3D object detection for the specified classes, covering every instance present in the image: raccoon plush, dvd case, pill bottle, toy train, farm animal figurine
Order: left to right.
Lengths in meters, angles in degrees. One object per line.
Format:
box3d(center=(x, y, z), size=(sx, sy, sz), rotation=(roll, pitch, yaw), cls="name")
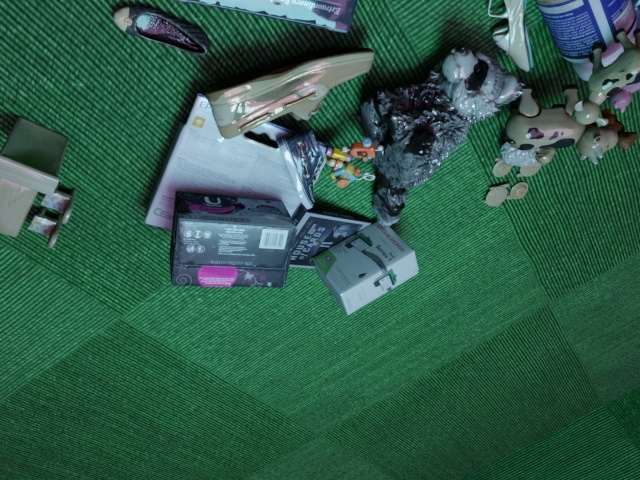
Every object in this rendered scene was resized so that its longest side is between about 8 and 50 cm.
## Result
box3d(center=(0.000, 0.000, 1.288), size=(0.239, 0.029, 0.179), rotation=(6, 129, -45), cls="dvd case")
box3d(center=(0.074, -0.163, 1.114), size=(0.125, 0.046, 0.166), rotation=(4, 156, 8), cls="toy train")
box3d(center=(0.255, -0.247, 1.163), size=(0.299, 0.216, 0.446), rotation=(-26, 162, -13), cls="raccoon plush")
box3d(center=(0.550, -0.259, 1.080), size=(0.327, 0.172, 0.330), rotation=(-6, 154, 22), cls="farm animal figurine")
box3d(center=(0.551, -0.466, 1.035), size=(0.153, 0.153, 0.265), rotation=(-39, 128, 16), cls="pill bottle")

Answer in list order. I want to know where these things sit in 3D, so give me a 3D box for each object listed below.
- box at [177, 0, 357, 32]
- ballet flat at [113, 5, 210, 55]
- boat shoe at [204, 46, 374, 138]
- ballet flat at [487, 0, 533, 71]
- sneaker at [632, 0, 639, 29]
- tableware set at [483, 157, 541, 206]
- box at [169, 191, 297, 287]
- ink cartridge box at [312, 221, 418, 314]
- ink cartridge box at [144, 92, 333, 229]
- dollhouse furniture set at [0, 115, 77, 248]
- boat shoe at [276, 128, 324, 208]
box3d(center=(-0.068, -0.556, 0.739), size=(0.294, 0.212, 0.395), rotation=(3, 126, -19), cls="box")
box3d(center=(-0.286, -0.385, 0.920), size=(0.173, 0.049, 0.057), rotation=(9, 124, -23), cls="ballet flat")
box3d(center=(-0.050, -0.297, 0.996), size=(0.341, 0.121, 0.110), rotation=(-19, 119, -7), cls="boat shoe")
box3d(center=(0.394, -0.464, 1.050), size=(0.086, 0.086, 0.248), rotation=(-22, 130, 2), cls="ballet flat")
box3d(center=(0.704, -0.562, 1.005), size=(0.131, 0.148, 0.350), rotation=(-13, 131, -6), cls="sneaker")
box3d(center=(0.520, -0.163, 1.362), size=(0.141, 0.020, 0.168), rotation=(-5, 128, -15), cls="tableware set")
box3d(center=(-0.197, -0.002, 1.102), size=(0.247, 0.142, 0.163), rotation=(3, 117, -21), cls="box")
box3d(center=(0.116, 0.063, 1.288), size=(0.219, 0.160, 0.092), rotation=(-30, 135, -10), cls="ink cartridge box")
box3d(center=(-0.186, -0.138, 1.142), size=(0.324, 0.071, 0.330), rotation=(17, 118, -28), cls="ink cartridge box")
box3d(center=(-0.603, -0.093, 0.991), size=(0.212, 0.161, 0.242), rotation=(24, 118, -31), cls="dollhouse furniture set")
box3d(center=(-0.025, -0.152, 1.098), size=(0.083, 0.065, 0.183), rotation=(-22, 130, 0), cls="boat shoe")
